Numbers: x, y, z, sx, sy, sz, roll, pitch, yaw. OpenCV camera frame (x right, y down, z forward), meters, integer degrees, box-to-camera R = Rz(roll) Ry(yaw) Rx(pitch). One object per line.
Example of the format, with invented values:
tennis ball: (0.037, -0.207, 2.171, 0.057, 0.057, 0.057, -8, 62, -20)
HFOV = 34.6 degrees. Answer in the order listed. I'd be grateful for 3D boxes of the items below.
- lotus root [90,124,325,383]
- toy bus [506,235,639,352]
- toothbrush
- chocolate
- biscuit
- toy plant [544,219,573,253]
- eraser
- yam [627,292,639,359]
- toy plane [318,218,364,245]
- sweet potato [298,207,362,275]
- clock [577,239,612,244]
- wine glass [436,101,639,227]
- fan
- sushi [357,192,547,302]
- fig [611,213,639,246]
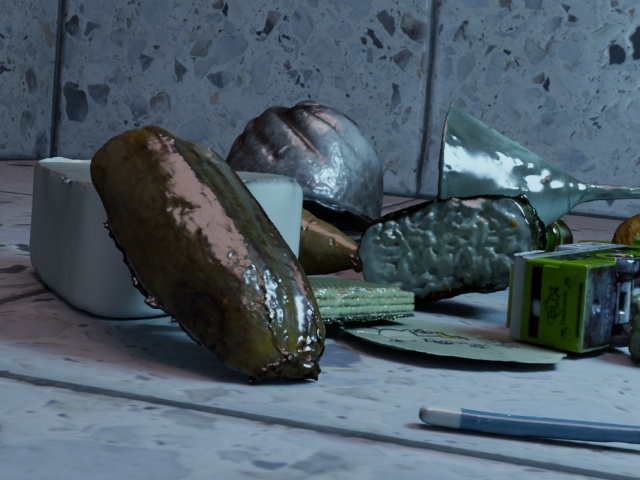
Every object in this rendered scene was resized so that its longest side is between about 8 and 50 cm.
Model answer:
lotus root: (-0.094, -0.007, 0.917, 0.167, 0.078, 0.329, -5, 42, -38)
toy bus: (0.314, 0.056, 1.171, 0.139, 0.113, 0.302, 6, 6, 36)
toothbrush: (0.208, 0.140, 0.737, 0.276, 0.025, 0.019, 4, 1, 5)
chocolate: (-0.021, -0.130, 1.748, 0.303, 0.213, 0.303, 9, -13, 2)
biscuit: (-0.003, 0.059, 1.073, 0.121, 0.040, 0.199, 6, 2, 39)
toy plant: (0.367, -0.001, 1.802, 0.162, 0.092, 0.093, 0, 8, -43)
eraser: (-0.164, -0.009, 1.199, 0.331, 0.150, 0.331, 3, 8, 0)
yam: (0.397, 0.095, 1.022, 0.179, 0.078, 0.078, 7, 7, 24)
toy plane: (0.002, -0.003, 1.673, 0.226, 0.058, 0.226, 8, -9, 25)
sweet potato: (-0.085, -0.012, 1.399, 0.337, 0.131, 0.131, 7, 7, 31)
clock: (0.604, 0.024, 1.852, 0.277, 0.071, 0.293, 9, 8, 31)
wine glass: (0.373, -0.067, 1.410, 0.406, 0.267, 0.267, -1, 5, 13)
fan: (0.046, 0.093, 1.039, 0.415, 0.012, 0.233, 7, 2, -8)
sushi: (0.162, 0.008, 1.265, 0.225, 0.124, 0.127, -12, -1, 21)
fig: (0.491, 0.047, 1.510, 0.146, 0.133, 0.201, -12, 26, 38)
